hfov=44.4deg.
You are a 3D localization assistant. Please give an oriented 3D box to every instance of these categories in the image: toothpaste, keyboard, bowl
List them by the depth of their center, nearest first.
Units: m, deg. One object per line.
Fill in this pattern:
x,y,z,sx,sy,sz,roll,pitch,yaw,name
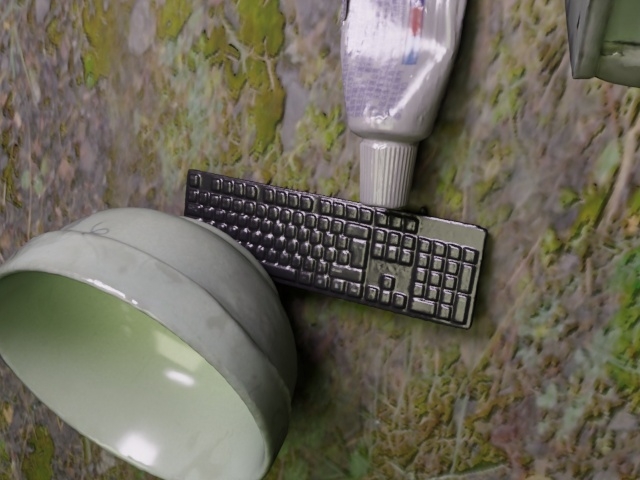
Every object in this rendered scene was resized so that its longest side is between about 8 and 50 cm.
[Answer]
0.062,-0.166,0.638,0.099,0.068,0.283,4,100,-2,toothpaste
0.000,0.000,0.734,0.309,0.018,0.101,13,103,24,keyboard
-0.148,0.090,0.750,0.307,0.163,0.307,20,139,19,bowl

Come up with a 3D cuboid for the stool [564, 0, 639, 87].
0.248,-0.215,0.339,0.243,0.170,0.270,3,140,8,stool
